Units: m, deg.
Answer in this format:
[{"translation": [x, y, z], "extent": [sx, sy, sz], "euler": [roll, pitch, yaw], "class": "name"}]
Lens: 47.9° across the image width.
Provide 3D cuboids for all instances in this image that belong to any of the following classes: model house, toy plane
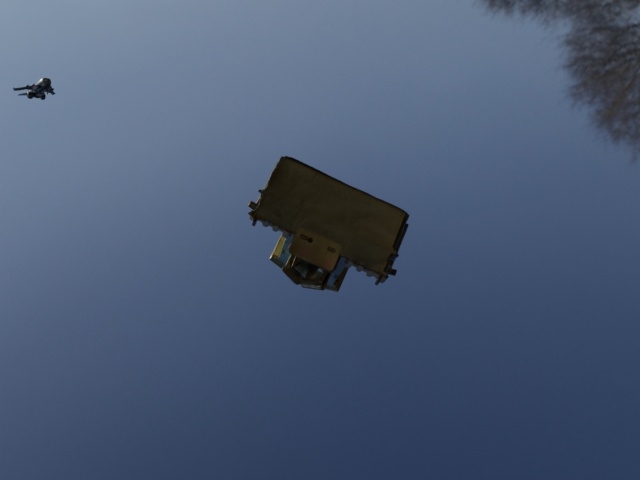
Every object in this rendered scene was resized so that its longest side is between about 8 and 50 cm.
[{"translation": [0.000, 0.000, 1.241], "extent": [0.271, 0.206, 0.178], "euler": [23, -110, -3], "class": "model house"}, {"translation": [-0.504, -0.270, 1.290], "extent": [0.079, 0.083, 0.031], "euler": [-6, -91, -50], "class": "toy plane"}]
